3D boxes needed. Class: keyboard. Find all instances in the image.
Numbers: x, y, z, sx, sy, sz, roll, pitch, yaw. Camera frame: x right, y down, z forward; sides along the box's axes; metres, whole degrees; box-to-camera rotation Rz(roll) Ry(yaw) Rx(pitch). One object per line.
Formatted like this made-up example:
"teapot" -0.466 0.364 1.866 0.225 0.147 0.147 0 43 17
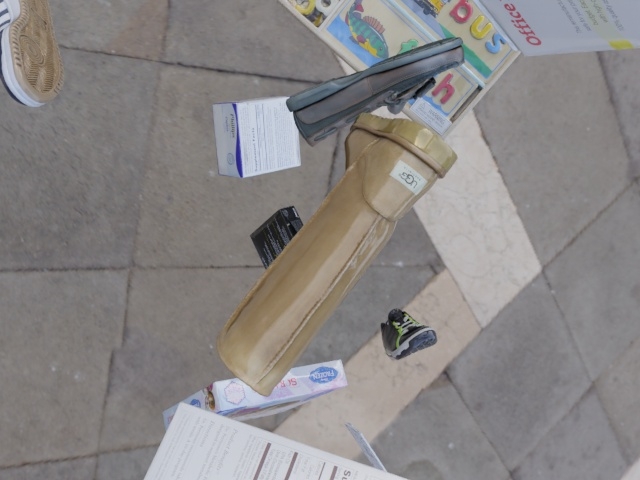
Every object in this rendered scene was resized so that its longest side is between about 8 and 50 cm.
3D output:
"keyboard" 0.132 0.509 1.489 0.014 0.072 0.256 -37 111 -13

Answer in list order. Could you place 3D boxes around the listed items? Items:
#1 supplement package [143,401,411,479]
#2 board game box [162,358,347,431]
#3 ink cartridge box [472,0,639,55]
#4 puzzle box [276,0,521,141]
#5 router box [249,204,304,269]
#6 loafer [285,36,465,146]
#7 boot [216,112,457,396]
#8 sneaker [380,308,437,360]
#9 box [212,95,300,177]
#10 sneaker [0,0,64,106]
"supplement package" -0.026 0.256 0.572 0.139 0.244 0.133 83 25 -58
"board game box" -0.155 0.363 1.521 0.318 0.319 0.065 -3 69 -34
"ink cartridge box" 0.387 -0.391 0.858 0.279 0.385 0.160 32 77 -41
"puzzle box" 0.160 -0.409 1.212 0.409 0.052 0.272 38 99 -12
"router box" -0.067 0.035 1.391 0.046 0.133 0.178 -17 78 -41
"loafer" 0.081 -0.207 0.938 0.096 0.268 0.084 -46 119 -59
"boot" 0.000 0.000 0.668 0.089 0.236 0.269 38 92 -7
"sneaker" 0.160 0.186 1.343 0.084 0.234 0.097 -20 80 -14
"box" -0.109 -0.182 1.149 0.137 0.072 0.126 -18 111 -42
"sneaker" -0.465 -0.267 0.950 0.153 0.282 0.099 -27 146 9
